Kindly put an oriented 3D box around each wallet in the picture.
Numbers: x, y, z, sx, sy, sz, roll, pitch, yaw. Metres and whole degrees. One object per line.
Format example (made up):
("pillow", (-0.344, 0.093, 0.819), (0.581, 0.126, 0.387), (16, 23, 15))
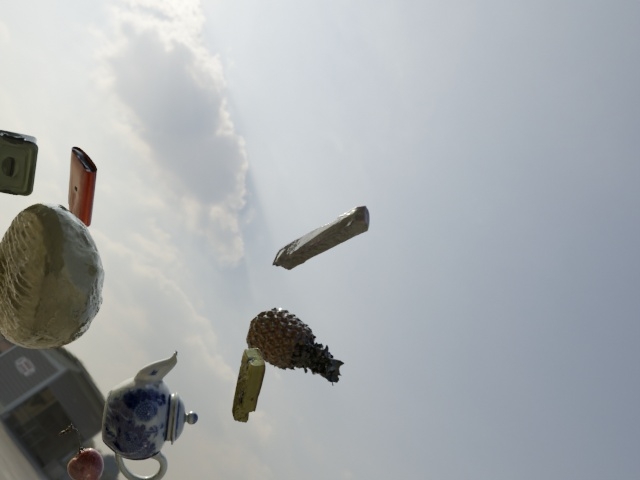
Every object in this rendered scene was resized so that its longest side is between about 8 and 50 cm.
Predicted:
("wallet", (-0.718, -0.160, 1.553), (0.142, 0.045, 0.204), (45, -51, 30))

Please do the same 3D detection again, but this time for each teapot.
("teapot", (-0.524, 0.552, 1.618), (0.252, 0.280, 0.424), (-170, -93, -75))

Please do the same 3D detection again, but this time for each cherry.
("cherry", (-0.787, 0.702, 1.684), (0.225, 0.107, 0.090), (63, -9, -19))

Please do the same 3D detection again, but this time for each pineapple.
("pineapple", (-0.084, 0.372, 1.755), (0.362, 0.202, 0.202), (28, -40, 37))

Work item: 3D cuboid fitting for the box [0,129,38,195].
("box", (-0.845, -0.220, 1.425), (0.172, 0.124, 0.093), (-66, -152, 25))

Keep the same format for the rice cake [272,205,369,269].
("rice cake", (0.001, 0.000, 1.522), (0.064, 0.070, 0.399), (32, -39, -29))

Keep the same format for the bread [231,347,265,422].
("bread", (-0.201, 0.412, 1.432), (0.088, 0.049, 0.226), (45, -54, 55))

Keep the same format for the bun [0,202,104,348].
("bun", (-0.656, 0.091, 1.283), (0.326, 0.234, 0.362), (10, -86, 47))
